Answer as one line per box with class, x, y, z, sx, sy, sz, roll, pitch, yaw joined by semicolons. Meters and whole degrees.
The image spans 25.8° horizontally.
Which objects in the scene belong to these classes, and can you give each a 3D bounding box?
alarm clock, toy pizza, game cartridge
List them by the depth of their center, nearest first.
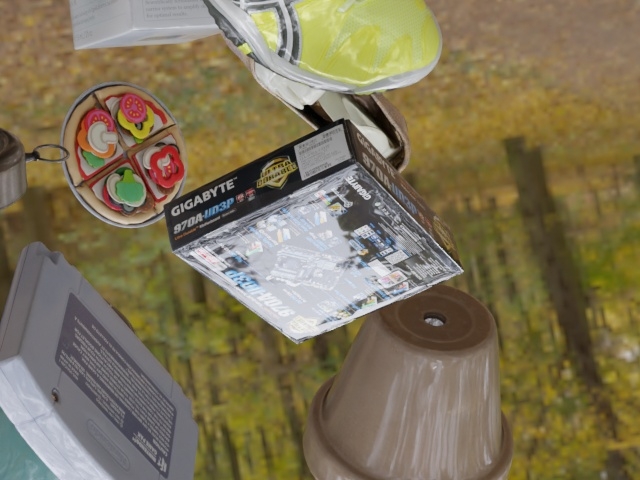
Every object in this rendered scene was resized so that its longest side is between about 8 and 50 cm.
game cartridge;-0.222;0.163;1.402;0.060;0.294;0.196;-24;-143;16
alarm clock;-0.353;-0.081;1.452;0.192;0.064;0.129;-11;-148;-29
toy pizza;-0.258;-0.118;1.885;0.201;0.201;0.032;-9;179;-41

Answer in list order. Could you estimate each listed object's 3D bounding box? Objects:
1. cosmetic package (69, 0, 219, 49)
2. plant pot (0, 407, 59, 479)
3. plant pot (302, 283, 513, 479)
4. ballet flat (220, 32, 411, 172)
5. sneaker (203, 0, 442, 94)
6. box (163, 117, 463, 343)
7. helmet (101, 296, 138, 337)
cosmetic package;-0.180;-0.323;1.462;0.138;0.224;0.224;-7;-175;-24
plant pot;-0.373;0.251;1.630;0.235;0.293;0.293;-45;174;6
plant pot;0.120;0.179;1.705;0.263;0.229;0.263;5;-147;-4
ballet flat;0.005;-0.176;1.587;0.107;0.106;0.316;-39;128;19
sneaker;-0.039;-0.255;1.135;0.385;0.145;0.147;36;155;-23
box;0.000;0.000;1.191;0.175;0.051;0.220;-25;146;18
helmet;-0.344;0.170;2.056;0.169;0.161;0.169;-32;169;-7
